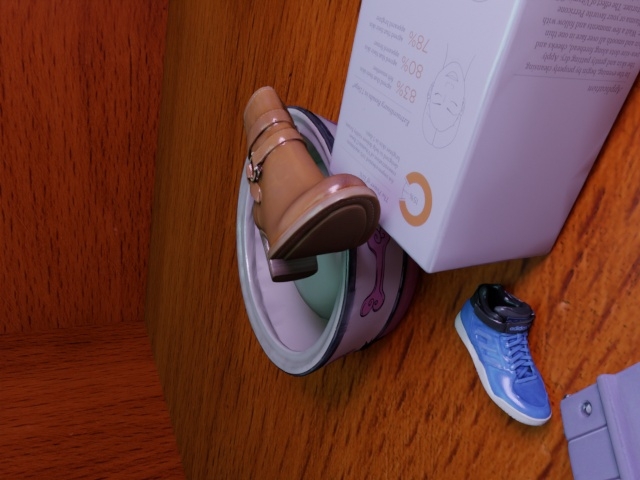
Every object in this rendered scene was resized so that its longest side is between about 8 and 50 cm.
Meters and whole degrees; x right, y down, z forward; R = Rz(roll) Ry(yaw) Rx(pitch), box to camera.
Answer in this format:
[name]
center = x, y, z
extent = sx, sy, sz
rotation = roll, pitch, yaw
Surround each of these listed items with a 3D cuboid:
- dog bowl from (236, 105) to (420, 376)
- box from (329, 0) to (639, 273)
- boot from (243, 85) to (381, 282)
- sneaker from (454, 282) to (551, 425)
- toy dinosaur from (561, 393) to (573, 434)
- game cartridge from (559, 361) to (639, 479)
[dog bowl]
center = 0.000, 0.000, 0.811
extent = 0.408, 0.150, 0.409
rotation = 7, 98, 62
[box]
center = 0.153, -0.176, 0.475
extent = 0.215, 0.168, 0.346
rotation = 53, 140, 47
[boot]
center = -0.027, -0.083, 0.583
extent = 0.283, 0.108, 0.220
rotation = 125, 134, -73
[sneaker]
center = 0.205, 0.113, 0.539
extent = 0.152, 0.058, 0.085
rotation = -112, 25, -43
[toy dinosaur]
center = 0.268, 0.241, 0.390
extent = 0.118, 0.064, 0.268
rotation = 124, 159, -45
[game cartridge]
center = 0.258, 0.132, 0.235
extent = 0.355, 0.068, 0.230
rotation = 114, 171, -51
